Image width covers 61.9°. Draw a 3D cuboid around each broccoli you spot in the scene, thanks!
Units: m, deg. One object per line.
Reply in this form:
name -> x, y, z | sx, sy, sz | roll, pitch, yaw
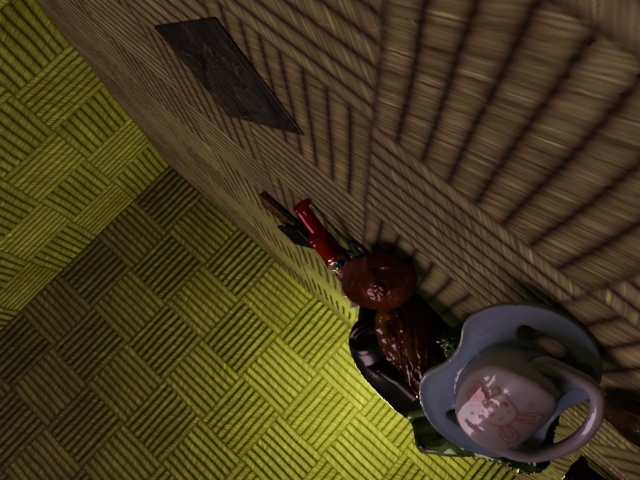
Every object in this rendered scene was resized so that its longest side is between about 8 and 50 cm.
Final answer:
broccoli -> 0.308, 0.314, 1.031 | 0.308, 0.275, 0.308 | 58, -162, -31

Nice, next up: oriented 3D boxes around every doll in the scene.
doll -> 0.055, 0.059, 1.393 | 0.384, 0.099, 0.188 | 55, -175, -46

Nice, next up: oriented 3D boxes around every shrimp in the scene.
shrimp -> 0.497, 0.292, 0.753 | 0.173, 0.058, 0.253 | 37, 176, -15

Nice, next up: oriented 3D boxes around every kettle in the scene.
kettle -> 0.213, 0.308, 1.557 | 0.324, 0.228, 0.321 | 45, -154, -28

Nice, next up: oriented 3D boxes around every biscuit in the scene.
biscuit -> -0.108, -0.067, 1.724 | 0.231, 0.025, 0.131 | 42, 170, 5

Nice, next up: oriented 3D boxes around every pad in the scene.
pad -> -0.186, -0.312, 1.023 | 0.248, 0.007, 0.367 | 50, 169, -34

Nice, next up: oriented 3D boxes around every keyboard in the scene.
keyboard -> -0.097, -0.011, 1.772 | 0.103, 0.041, 0.381 | 46, 164, -15

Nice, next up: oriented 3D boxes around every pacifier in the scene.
pacifier -> 0.294, 0.196, 0.817 | 0.238, 0.287, 0.226 | 26, -148, 3

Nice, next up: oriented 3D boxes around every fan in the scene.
fan -> 0.155, 0.094, 1.381 | 0.057, 0.023, 0.282 | 28, 161, 53

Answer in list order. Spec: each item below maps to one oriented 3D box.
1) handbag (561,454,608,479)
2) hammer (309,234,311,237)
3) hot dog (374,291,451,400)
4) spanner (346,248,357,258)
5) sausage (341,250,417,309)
handbag -> 0.765, 0.726, 1.246 | 0.416, 0.180, 0.317 | 34, 155, 48
hammer -> 0.000, 0.000, 1.540 | 0.043, 0.043, 0.083 | 49, 170, -34
hot dog -> 0.276, 0.296, 1.281 | 0.387, 0.174, 0.267 | 46, -176, -17
spanner -> 0.129, 0.094, 1.373 | 0.254, 0.015, 0.054 | 48, -172, -50
sausage -> 0.125, 0.090, 1.159 | 0.133, 0.133, 0.258 | 44, 166, -5
